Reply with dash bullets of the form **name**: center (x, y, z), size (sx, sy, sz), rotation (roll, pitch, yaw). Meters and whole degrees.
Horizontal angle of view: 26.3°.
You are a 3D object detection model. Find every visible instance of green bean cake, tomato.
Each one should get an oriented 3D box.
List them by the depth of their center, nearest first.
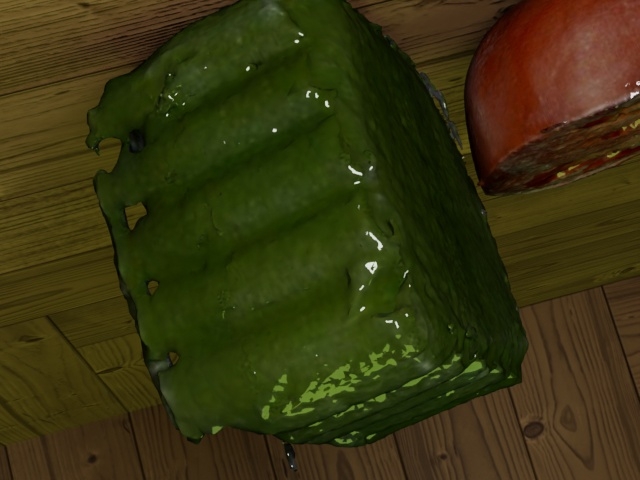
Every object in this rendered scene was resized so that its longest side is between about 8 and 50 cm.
- **green bean cake**: center (0.000, 0.000, 1.060), size (0.218, 0.335, 0.319), rotation (-22, 163, 19)
- **tomato**: center (0.257, -0.157, 1.126), size (0.338, 0.143, 0.338), rotation (-19, 169, -4)
